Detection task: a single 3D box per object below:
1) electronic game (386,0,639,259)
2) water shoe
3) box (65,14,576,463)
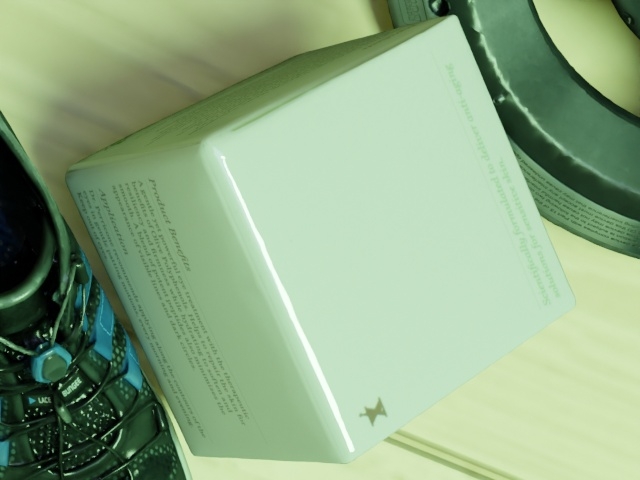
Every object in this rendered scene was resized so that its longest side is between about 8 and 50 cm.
[{"bbox_3d":[0.131,-0.095,0.604,0.229,0.048,0.229,4,115,9],"label":"electronic game"},{"bbox_3d":[-0.096,0.028,0.573,0.073,0.080,0.203,-32,103,-12],"label":"water shoe"},{"bbox_3d":[0.000,0.000,0.585,0.102,0.087,0.101,-30,103,-32],"label":"box"}]
